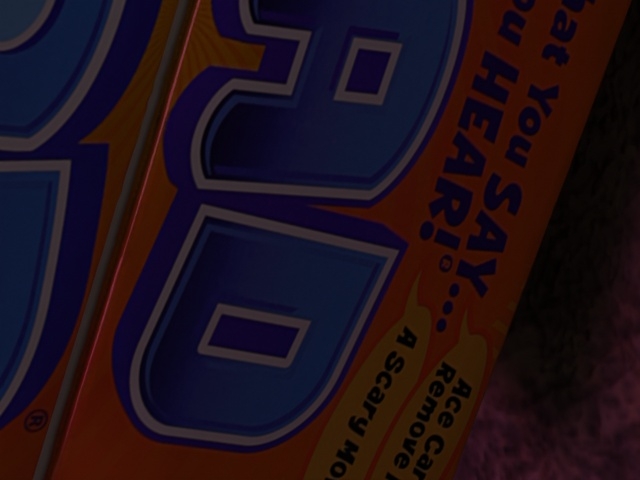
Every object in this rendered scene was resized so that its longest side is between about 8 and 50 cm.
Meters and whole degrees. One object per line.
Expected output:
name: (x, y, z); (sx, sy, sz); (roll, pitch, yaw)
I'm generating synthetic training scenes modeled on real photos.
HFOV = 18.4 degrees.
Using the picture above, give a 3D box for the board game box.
board game box: (-0.136, -0.141, 0.674); (0.356, 0.356, 0.356); (38, 117, 46)
